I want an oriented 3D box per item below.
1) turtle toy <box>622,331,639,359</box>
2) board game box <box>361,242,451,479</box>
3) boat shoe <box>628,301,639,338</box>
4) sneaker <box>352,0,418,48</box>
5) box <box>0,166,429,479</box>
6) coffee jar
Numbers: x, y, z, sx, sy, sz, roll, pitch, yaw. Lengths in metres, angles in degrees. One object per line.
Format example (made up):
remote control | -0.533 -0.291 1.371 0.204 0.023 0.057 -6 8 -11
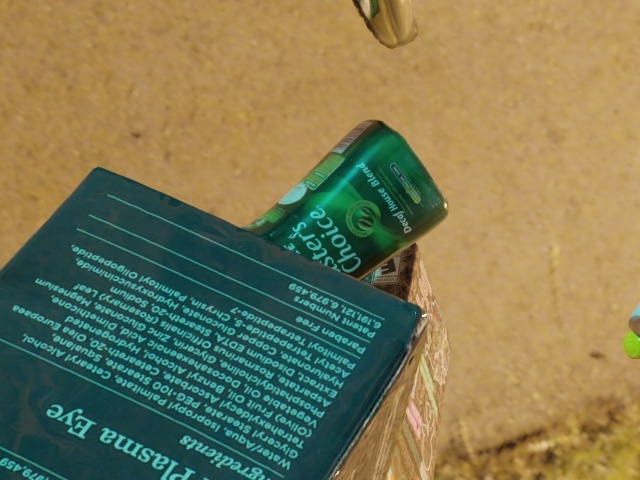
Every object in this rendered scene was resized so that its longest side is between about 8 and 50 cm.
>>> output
turtle toy | 0.306 0.079 1.360 0.095 0.130 0.066 -11 156 -38
board game box | -0.031 0.159 1.351 0.141 0.232 0.291 68 25 -46
boat shoe | 0.300 0.035 1.182 0.095 0.258 0.084 32 76 0
sneaker | 0.090 -0.336 1.321 0.182 0.158 0.410 -5 130 -1
box | -0.116 0.205 0.736 0.312 0.179 0.343 -55 163 -44
coffee jar | 0.000 0.000 1.211 0.184 0.079 0.096 -41 108 -12
